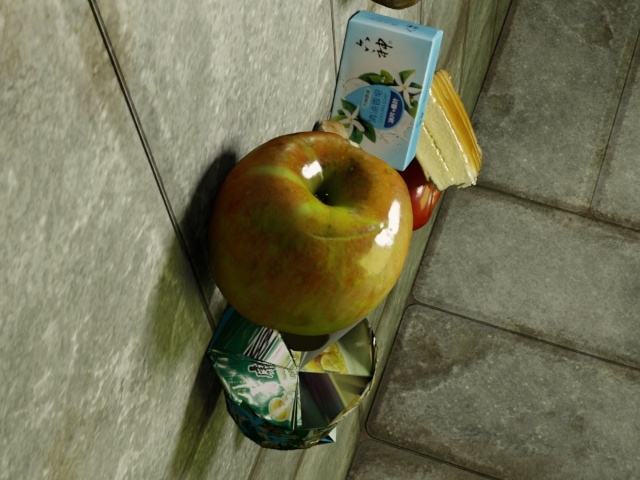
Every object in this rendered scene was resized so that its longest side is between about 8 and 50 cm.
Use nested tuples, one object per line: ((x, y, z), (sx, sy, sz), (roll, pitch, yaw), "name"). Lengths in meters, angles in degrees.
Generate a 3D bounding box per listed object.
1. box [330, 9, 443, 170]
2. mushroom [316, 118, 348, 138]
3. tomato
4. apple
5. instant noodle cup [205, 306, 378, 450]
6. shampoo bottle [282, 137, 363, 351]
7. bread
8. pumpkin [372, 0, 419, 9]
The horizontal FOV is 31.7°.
((0.103, -0.246, 1.857), (0.083, 0.142, 0.232), (-53, 157, -60), "box")
((0.009, -0.114, 1.840), (0.202, 0.054, 0.059), (101, 10, -48), "mushroom")
((0.197, -0.116, 2.535), (0.195, 0.136, 0.195), (18, 90, -77), "tomato")
((-0.017, -0.004, 1.381), (0.246, 0.246, 0.226), (-64, 180, -41), "apple")
((-0.044, 0.192, 1.626), (0.178, 0.240, 0.240), (106, 5, -61), "instant noodle cup")
((0.000, 0.000, 1.596), (0.350, 0.125, 0.084), (-83, 157, -43), "shampoo bottle")
((0.255, -0.234, 2.401), (0.246, 0.111, 0.239), (63, 21, -7), "bread")
((0.133, -0.450, 1.674), (0.219, 0.162, 0.219), (14, 90, -76), "pumpkin")
